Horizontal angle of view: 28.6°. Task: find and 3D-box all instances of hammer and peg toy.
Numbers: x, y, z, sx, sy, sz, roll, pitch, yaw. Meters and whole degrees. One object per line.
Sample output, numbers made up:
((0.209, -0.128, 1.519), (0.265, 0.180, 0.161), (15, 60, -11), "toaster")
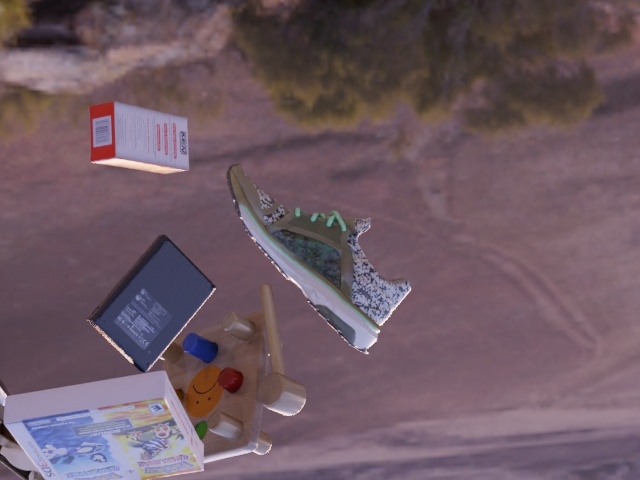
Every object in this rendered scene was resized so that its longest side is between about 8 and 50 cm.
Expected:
((-0.149, 0.242, 2.139), (0.361, 0.265, 0.127), (-21, 141, 36), "hammer and peg toy")

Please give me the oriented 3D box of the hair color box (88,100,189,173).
((-0.221, -0.124, 1.541), (0.043, 0.072, 0.141), (-6, 173, 32), "hair color box")

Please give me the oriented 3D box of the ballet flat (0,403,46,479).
((-0.460, 0.293, 1.843), (0.213, 0.072, 0.068), (27, -175, 22), "ballet flat")

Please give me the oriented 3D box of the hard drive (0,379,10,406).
((-0.658, 0.245, 2.049), (0.237, 0.064, 0.339), (-28, 150, -12), "hard drive")

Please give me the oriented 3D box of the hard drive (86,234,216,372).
((-0.195, 0.073, 1.470), (0.094, 0.135, 0.022), (48, 158, -22), "hard drive")

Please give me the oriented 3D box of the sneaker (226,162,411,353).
((0.000, 0.000, 2.227), (0.182, 0.410, 0.158), (-43, -174, -3), "sneaker")

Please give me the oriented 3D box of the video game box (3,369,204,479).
((-0.268, 0.244, 1.582), (0.205, 0.048, 0.187), (-10, 143, 6), "video game box")
